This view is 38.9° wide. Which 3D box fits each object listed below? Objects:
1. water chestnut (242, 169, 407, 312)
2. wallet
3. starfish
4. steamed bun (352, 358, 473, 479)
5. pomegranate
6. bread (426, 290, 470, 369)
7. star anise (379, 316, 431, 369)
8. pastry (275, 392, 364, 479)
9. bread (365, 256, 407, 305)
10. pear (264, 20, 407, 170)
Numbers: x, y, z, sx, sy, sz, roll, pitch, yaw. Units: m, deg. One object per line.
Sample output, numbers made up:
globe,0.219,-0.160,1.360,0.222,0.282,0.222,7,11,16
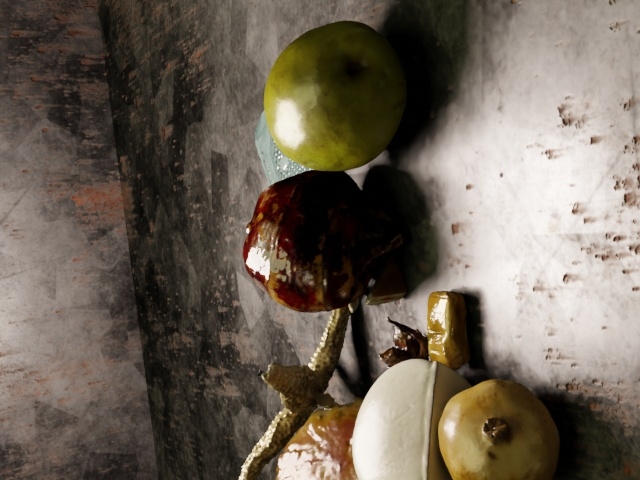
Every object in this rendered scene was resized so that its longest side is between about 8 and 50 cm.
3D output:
water chestnut,0.000,0.000,1.662,0.244,0.289,0.289,-44,55,33
wallet,-0.055,-0.164,1.931,0.237,0.075,0.342,-48,54,52
starfish,-0.043,0.288,1.742,0.082,0.432,0.324,28,136,15
steamed bun,0.150,0.323,1.467,0.164,0.146,0.242,-21,47,37
pomegranate,0.258,0.294,1.321,0.196,0.196,0.196,24,118,59
bread,0.211,0.148,1.509,0.074,0.053,0.132,7,101,62
star anise,0.147,0.182,1.548,0.070,0.190,0.097,13,67,45
pastry,0.061,0.434,1.627,0.136,0.329,0.329,52,175,-39
bread,0.128,0.085,1.661,0.043,0.062,0.109,-51,8,52
pear,0.022,-0.245,1.580,0.307,0.252,0.253,156,105,-70
